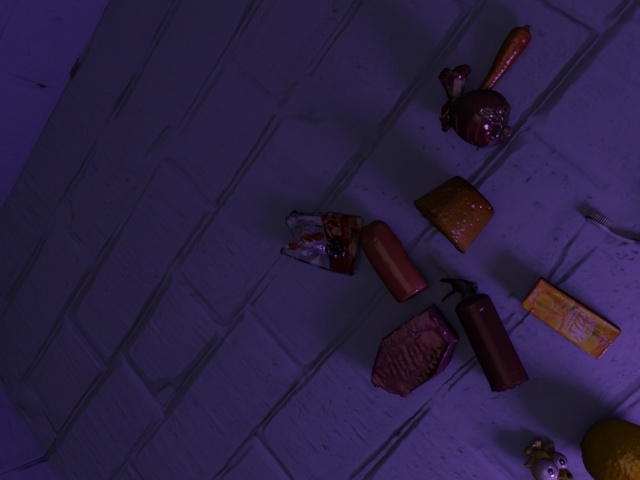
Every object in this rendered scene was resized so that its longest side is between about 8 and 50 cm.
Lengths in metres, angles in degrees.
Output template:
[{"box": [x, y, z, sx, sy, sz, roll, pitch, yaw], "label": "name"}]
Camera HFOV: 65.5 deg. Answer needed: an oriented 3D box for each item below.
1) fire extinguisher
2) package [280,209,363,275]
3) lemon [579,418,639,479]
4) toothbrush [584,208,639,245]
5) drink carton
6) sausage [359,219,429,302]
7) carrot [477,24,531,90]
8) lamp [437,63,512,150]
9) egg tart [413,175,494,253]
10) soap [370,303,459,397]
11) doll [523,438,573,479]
[{"box": [0.437, 0.247, 1.386, 0.147, 0.106, 0.337, -36, 72, 48], "label": "fire extinguisher"}, {"box": [0.000, 0.000, 1.618, 0.269, 0.071, 0.194, 7, 96, 13], "label": "package"}, {"box": [0.729, 0.522, 1.188, 0.181, 0.180, 0.193, -55, 30, 16], "label": "lemon"}, {"box": [0.833, 0.034, 1.222, 0.375, 0.028, 0.037, 36, 98, 22], "label": "toothbrush"}, {"box": [0.644, 0.198, 1.292, 0.223, 0.071, 0.096, 37, 105, 21], "label": "drink carton"}, {"box": [0.208, 0.058, 1.488, 0.113, 0.113, 0.259, -39, 75, 21], "label": "sausage"}, {"box": [0.492, -0.479, 1.373, 0.061, 0.061, 0.257, 41, 109, 20], "label": "carrot"}, {"box": [0.413, -0.349, 1.343, 0.223, 0.151, 0.215, 14, 137, 17], "label": "lamp"}, {"box": [0.372, -0.081, 1.363, 0.147, 0.202, 0.202, -45, 72, 10], "label": "egg tart"}, {"box": [0.268, 0.338, 1.460, 0.289, 0.112, 0.182, -41, 71, 22], "label": "soap"}, {"box": [0.646, 0.654, 1.287, 0.117, 0.086, 0.291, -28, 72, -18], "label": "doll"}]
